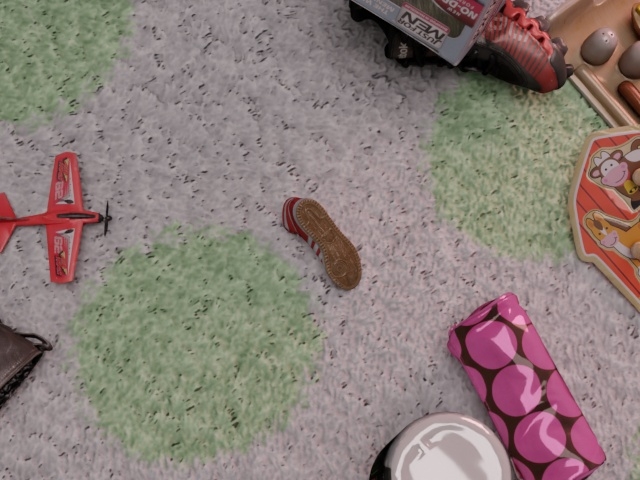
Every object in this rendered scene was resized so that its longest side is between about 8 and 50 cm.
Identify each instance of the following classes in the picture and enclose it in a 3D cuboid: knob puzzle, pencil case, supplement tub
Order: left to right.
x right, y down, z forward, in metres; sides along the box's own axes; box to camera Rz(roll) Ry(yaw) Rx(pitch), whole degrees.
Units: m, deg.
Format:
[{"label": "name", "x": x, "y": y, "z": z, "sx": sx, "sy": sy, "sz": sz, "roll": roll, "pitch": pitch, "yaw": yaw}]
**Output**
[{"label": "supplement tub", "x": 0.109, "y": 0.235, "z": 1.046, "sx": 0.117, "sy": 0.190, "sz": 0.117, "roll": 1, "pitch": 73, "yaw": -4}, {"label": "pencil case", "x": 0.209, "y": 0.164, "z": 1.127, "sx": 0.098, "sy": 0.095, "sz": 0.209, "roll": -28, "pitch": 76, "yaw": 6}, {"label": "knob puzzle", "x": 0.356, "y": -0.042, "z": 1.172, "sx": 0.213, "sy": 0.030, "sz": 0.213, "roll": 2, "pitch": 96, "yaw": 17}]

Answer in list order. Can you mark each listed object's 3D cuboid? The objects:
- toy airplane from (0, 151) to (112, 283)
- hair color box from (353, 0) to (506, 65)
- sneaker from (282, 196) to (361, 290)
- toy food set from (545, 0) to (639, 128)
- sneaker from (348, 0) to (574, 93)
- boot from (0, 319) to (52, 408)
[{"label": "toy airplane", "x": -0.303, "y": -0.021, "z": 1.176, "sx": 0.151, "sy": 0.028, "sz": 0.151, "roll": 1, "pitch": 74, "yaw": -2}, {"label": "hair color box", "x": 0.160, "y": -0.366, "z": 1.168, "sx": 0.185, "sy": 0.113, "sz": 0.374, "roll": 33, "pitch": 50, "yaw": 6}, {"label": "sneaker", "x": 0.000, "y": 0.000, "z": 1.185, "sx": 0.042, "sy": 0.067, "sz": 0.118, "roll": -36, "pitch": 110, "yaw": -13}, {"label": "toy food set", "x": 0.432, "y": -0.195, "z": 1.225, "sx": 0.220, "sy": 0.092, "sz": 0.306, "roll": -36, "pitch": 81, "yaw": -11}, {"label": "sneaker", "x": 0.148, "y": -0.234, "z": 1.219, "sx": 0.276, "sy": 0.097, "sz": 0.135, "roll": 36, "pitch": 76, "yaw": 8}, {"label": "boot", "x": -0.438, "y": 0.130, "z": 1.100, "sx": 0.263, "sy": 0.091, "sz": 0.229, "roll": -44, "pitch": 84, "yaw": -11}]
